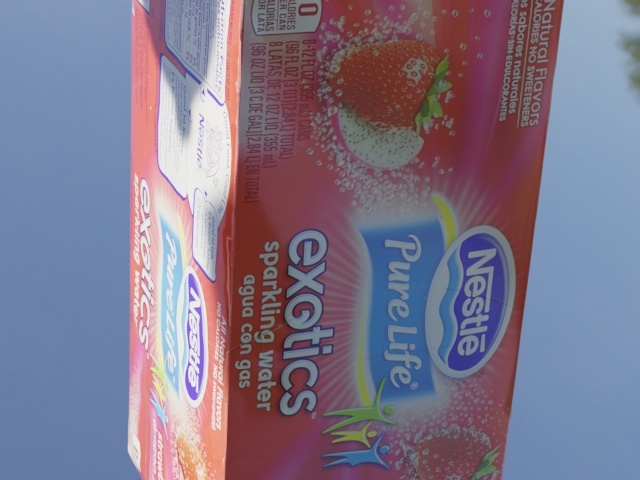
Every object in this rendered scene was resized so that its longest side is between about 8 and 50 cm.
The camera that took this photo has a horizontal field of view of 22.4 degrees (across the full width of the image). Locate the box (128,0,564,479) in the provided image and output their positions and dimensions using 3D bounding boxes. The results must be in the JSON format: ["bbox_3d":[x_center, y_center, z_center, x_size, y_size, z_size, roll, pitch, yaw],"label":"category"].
[{"bbox_3d":[0.000,0.000,0.622,0.122,0.257,0.128,-7,-153,-21],"label":"box"}]
